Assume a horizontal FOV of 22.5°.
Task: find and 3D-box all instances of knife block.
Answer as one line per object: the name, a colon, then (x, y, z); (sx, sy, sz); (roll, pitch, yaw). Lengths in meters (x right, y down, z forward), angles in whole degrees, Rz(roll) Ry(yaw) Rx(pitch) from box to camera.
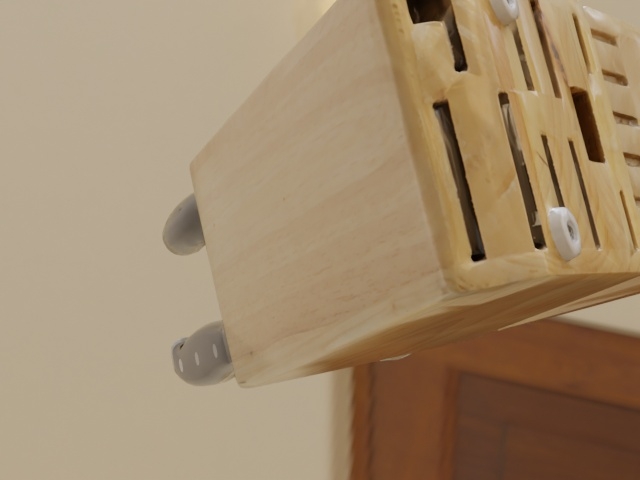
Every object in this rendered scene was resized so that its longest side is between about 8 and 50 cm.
knife block: (0.000, 0.000, 0.552); (0.276, 0.242, 0.088); (1, -107, -63)
